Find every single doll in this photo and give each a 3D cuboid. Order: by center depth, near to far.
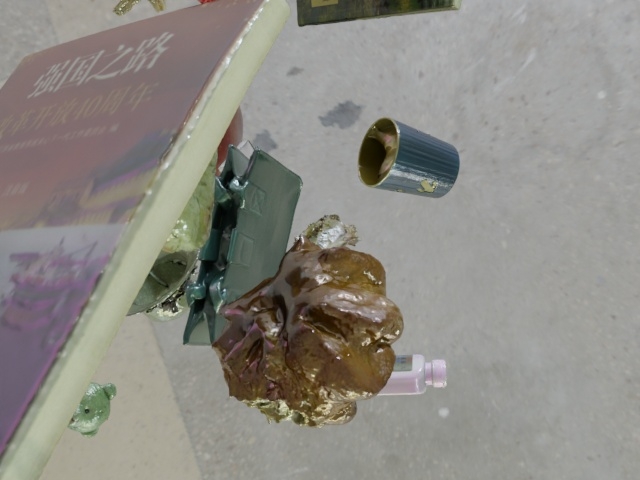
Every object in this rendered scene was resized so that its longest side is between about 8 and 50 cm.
[{"bbox_3d":[-0.381,0.236,1.116,0.150,0.077,0.115,23,109,-13],"label":"doll"}]

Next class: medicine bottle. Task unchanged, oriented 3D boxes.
[{"bbox_3d":[0.183,0.313,1.787,0.219,0.115,0.078,-3,107,9],"label":"medicine bottle"}]

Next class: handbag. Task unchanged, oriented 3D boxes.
[{"bbox_3d":[-0.132,0.021,1.277,0.089,0.238,0.327,12,84,16],"label":"handbag"}]

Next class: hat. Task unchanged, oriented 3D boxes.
[{"bbox_3d":[-0.348,0.103,1.707,0.257,0.257,0.130,-25,128,10],"label":"hat"}]

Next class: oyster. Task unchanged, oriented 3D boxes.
[{"bbox_3d":[0.000,0.001,1.166,0.132,0.086,0.029,-13,134,-23],"label":"oyster"}]

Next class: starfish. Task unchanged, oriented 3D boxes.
[{"bbox_3d":[-0.364,-0.538,1.610,0.209,0.150,0.053,-8,54,13],"label":"starfish"}]

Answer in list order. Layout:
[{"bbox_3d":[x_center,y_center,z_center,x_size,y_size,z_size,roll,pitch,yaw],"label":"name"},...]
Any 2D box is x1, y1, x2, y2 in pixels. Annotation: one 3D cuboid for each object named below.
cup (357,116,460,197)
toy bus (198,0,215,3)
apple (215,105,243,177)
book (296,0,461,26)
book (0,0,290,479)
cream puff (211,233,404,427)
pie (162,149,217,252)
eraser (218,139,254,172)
[{"bbox_3d":[0.157,-0.142,1.448,0.155,0.176,0.131,12,70,-27],"label":"cup"},{"bbox_3d":[-0.137,-0.332,0.763,0.081,0.089,0.195,-36,114,-24],"label":"toy bus"},{"bbox_3d":[-0.326,-0.242,1.859,0.288,0.288,0.317,16,59,6],"label":"apple"},{"bbox_3d":[0.059,-0.326,0.845,0.228,0.024,0.160,9,103,42],"label":"book"},{"bbox_3d":[-0.186,0.015,0.427,0.262,0.028,0.374,-1,55,39],"label":"book"},{"bbox_3d":[-0.019,0.120,0.920,0.268,0.241,0.155,-33,122,26],"label":"cream puff"},{"bbox_3d":[-0.168,-0.104,0.915,0.089,0.201,0.248,-2,75,-11],"label":"pie"},{"bbox_3d":[-0.138,-0.116,1.555,0.023,0.104,0.150,-13,120,36],"label":"eraser"}]
